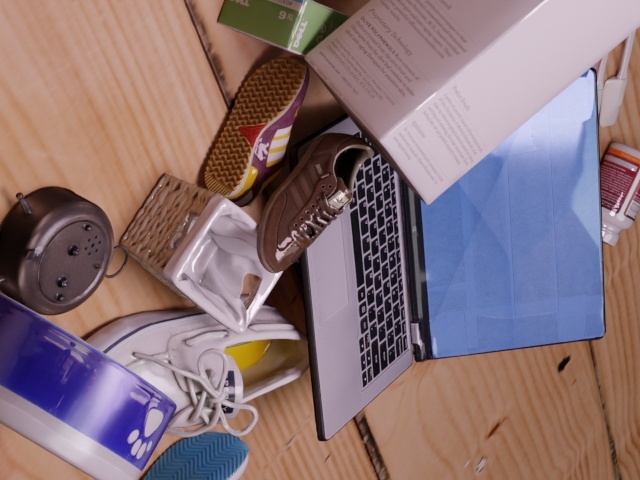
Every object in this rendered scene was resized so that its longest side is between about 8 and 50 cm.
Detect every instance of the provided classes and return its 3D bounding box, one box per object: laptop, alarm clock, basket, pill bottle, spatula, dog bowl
[{"bbox_3d":[0.172,0.012,2.083,0.408,0.236,0.382,-35,124,-54],"label":"laptop"},{"bbox_3d":[-0.264,0.015,1.749,0.192,0.064,0.129,10,104,-58],"label":"alarm clock"},{"bbox_3d":[-0.132,0.014,1.880,0.113,0.103,0.167,-57,144,-9],"label":"basket"},{"bbox_3d":[0.467,-0.072,2.626,0.086,0.086,0.152,22,93,-56],"label":"pill bottle"},{"bbox_3d":[0.426,-0.275,2.506,0.168,0.019,0.242,-15,122,-41],"label":"spatula"},{"bbox_3d":[-0.277,0.141,1.630,0.104,0.265,0.265,-59,145,-11],"label":"dog bowl"}]

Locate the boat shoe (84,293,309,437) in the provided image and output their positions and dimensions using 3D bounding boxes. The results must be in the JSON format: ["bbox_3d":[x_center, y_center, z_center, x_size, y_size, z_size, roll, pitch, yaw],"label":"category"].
[{"bbox_3d":[-0.137,0.165,1.922,0.367,0.156,0.136,-12,121,-49],"label":"boat shoe"}]

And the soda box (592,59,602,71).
[{"bbox_3d":[0.357,-0.239,2.399,0.063,0.058,0.183,5,107,-54],"label":"soda box"}]

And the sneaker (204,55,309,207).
[{"bbox_3d":[-0.065,-0.126,1.920,0.185,0.069,0.084,-58,154,1],"label":"sneaker"}]

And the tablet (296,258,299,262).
[{"bbox_3d":[0.000,0.000,2.129,0.083,0.006,0.054,-6,116,-52],"label":"tablet"}]

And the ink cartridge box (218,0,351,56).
[{"bbox_3d":[-0.037,-0.242,1.835,0.209,0.109,0.062,12,101,-55],"label":"ink cartridge box"}]

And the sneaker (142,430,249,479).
[{"bbox_3d":[-0.178,0.328,2.048,0.228,0.087,0.092,-41,147,-18],"label":"sneaker"}]

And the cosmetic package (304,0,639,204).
[{"bbox_3d":[0.190,-0.233,1.823,0.365,0.155,0.197,-40,151,0],"label":"cosmetic package"}]

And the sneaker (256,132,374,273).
[{"bbox_3d":[-0.006,-0.046,1.866,0.066,0.071,0.188,46,62,-38],"label":"sneaker"}]
